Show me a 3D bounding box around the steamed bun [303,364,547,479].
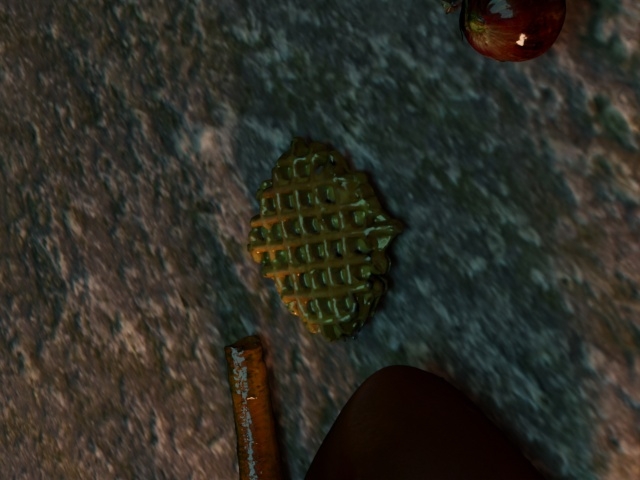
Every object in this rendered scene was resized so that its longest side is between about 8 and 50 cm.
[{"bbox_3d":[0.127,0.342,1.324,0.379,0.248,0.235,49,132,28],"label":"steamed bun"}]

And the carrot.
[{"bbox_3d":[-0.096,0.269,1.681,0.070,0.070,0.260,2,102,47],"label":"carrot"}]

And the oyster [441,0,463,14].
[{"bbox_3d":[0.150,-0.295,1.288,0.054,0.019,0.083,31,122,38],"label":"oyster"}]

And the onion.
[{"bbox_3d":[0.203,-0.240,1.187,0.118,0.118,0.117,36,158,36],"label":"onion"}]

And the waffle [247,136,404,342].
[{"bbox_3d":[-0.001,0.000,1.516,0.254,0.052,0.245,48,131,28],"label":"waffle"}]
